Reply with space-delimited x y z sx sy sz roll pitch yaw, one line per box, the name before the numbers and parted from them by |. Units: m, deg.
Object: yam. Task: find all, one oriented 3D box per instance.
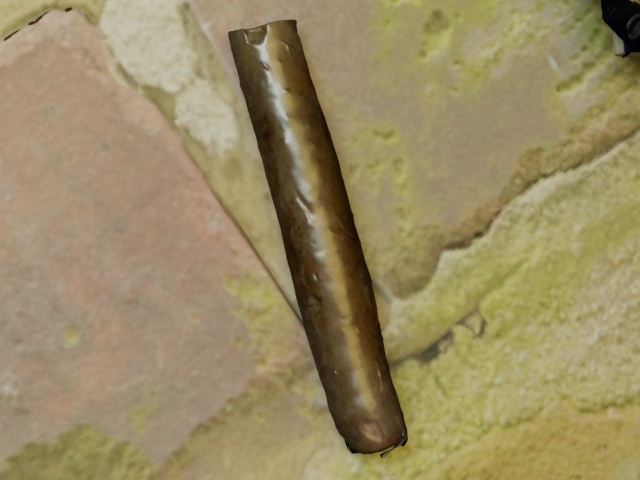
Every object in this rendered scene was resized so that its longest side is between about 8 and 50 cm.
yam | 0.000 0.000 0.916 0.046 0.046 0.264 -16 91 -19

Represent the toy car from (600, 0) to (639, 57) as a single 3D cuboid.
toy car | 0.291 -0.199 0.987 0.301 0.118 0.193 -5 89 -18
